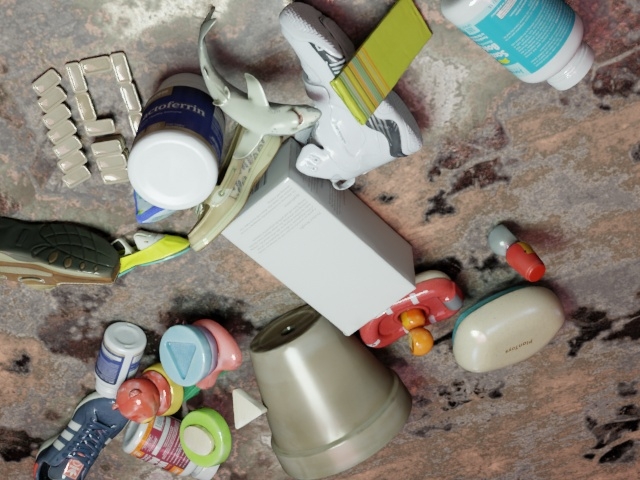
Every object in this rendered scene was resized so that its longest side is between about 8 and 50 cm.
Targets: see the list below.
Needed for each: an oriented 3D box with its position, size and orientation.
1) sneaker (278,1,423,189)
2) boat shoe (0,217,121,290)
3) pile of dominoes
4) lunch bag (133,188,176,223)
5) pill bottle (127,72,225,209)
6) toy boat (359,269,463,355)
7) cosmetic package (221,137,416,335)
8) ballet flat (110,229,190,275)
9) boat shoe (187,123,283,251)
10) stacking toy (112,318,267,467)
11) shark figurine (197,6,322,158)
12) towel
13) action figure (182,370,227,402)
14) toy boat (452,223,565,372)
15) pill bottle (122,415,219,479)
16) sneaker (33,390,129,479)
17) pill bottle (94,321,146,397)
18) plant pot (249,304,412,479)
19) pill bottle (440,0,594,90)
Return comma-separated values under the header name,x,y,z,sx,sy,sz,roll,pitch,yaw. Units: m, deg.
name,x,y,z,sx,sy,sz,roll,pitch,yaw
sneaker,0.006,-0.243,1.676,0.210,0.137,0.366,-35,121,20
boat shoe,-0.566,0.039,1.902,0.324,0.122,0.120,12,135,7
pile of dominoes,-0.426,-0.227,1.769,0.196,0.040,0.251,-8,117,7
lunch bag,-0.282,-0.098,1.774,0.129,0.151,0.096,-28,114,20
pill bottle,-0.247,-0.184,1.644,0.153,0.265,0.153,0,125,-1
toy boat,0.194,0.173,1.954,0.231,0.151,0.151,-24,145,17
cosmetic package,0.000,0.000,1.844,0.197,0.155,0.365,-36,119,24
ballet flat,-0.382,0.023,1.919,0.231,0.077,0.077,-20,105,16
boat shoe,-0.175,-0.107,1.723,0.089,0.285,0.104,37,154,-15
stacking toy,-0.289,0.340,1.981,0.309,0.130,0.279,-48,69,29
shark figurine,-0.138,-0.263,1.635,0.278,0.116,0.166,44,114,2
towel,0.107,-0.313,1.595,0.021,0.237,0.102,8,143,47
action figure,-0.321,0.321,2.136,0.137,0.063,0.232,37,115,-25
toy boat,0.393,0.121,1.942,0.267,0.148,0.318,-15,131,-20
pill bottle,-0.351,0.490,2.224,0.221,0.121,0.121,29,121,-19
sneaker,-0.569,0.498,2.214,0.131,0.148,0.350,32,120,-21
pill bottle,-0.454,0.272,2.082,0.094,0.094,0.169,17,124,-11
plant pot,-0.009,0.302,2.001,0.323,0.323,0.280,-25,106,18
pill bottle,0.343,-0.367,1.579,0.264,0.146,0.146,34,120,-21
